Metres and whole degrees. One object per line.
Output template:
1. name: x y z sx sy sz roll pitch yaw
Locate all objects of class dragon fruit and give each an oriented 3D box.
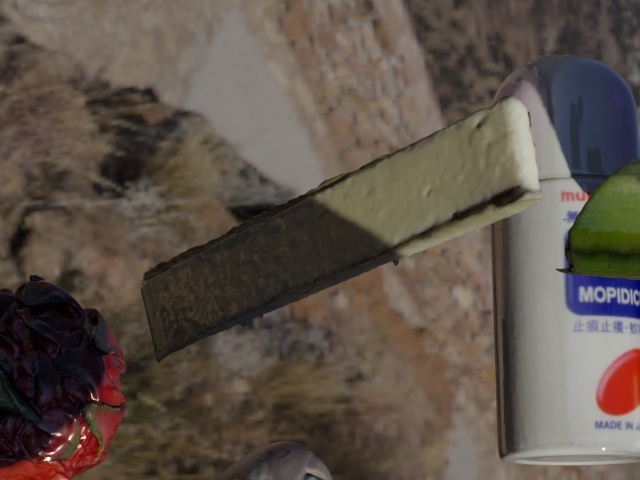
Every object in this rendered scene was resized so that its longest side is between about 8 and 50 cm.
1. dragon fruit: -0.303 0.148 1.530 0.293 0.234 0.233 -110 -168 -85

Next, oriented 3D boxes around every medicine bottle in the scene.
1. medicine bottle: 0.206 0.012 1.234 0.130 0.130 0.341 26 61 -62

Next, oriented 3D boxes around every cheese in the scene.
1. cheese: 0.001 -0.001 1.159 0.034 0.400 0.085 14 59 -48

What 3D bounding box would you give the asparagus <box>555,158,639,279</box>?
1. asparagus: 0.241 -0.002 0.621 0.060 0.278 0.067 -60 155 -67

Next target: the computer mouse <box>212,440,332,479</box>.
1. computer mouse: -0.085 0.374 1.629 0.115 0.199 0.389 63 30 -42
